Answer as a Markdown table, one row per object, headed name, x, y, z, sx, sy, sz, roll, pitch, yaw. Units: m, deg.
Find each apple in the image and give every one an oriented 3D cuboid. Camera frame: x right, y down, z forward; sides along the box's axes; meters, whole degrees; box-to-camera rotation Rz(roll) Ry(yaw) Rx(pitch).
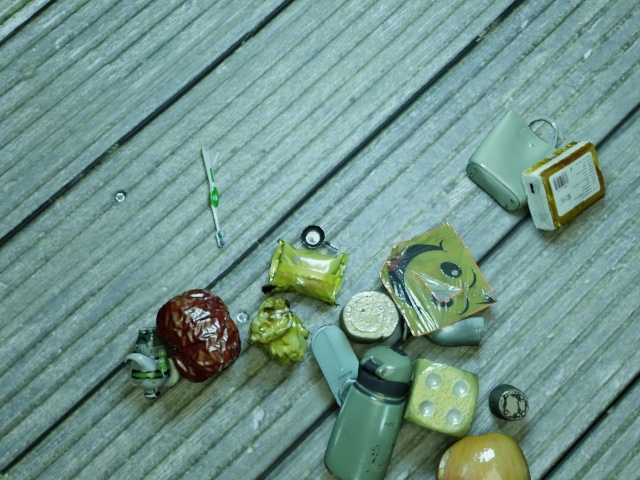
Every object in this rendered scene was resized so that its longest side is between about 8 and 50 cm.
| name | x | y | z | sx | sy | sz | roll | pitch | yaw |
| --- | --- | --- | --- | --- | --- | --- | --- | --- | --- |
| apple | 0.411 | 0.607 | 1.707 | 0.242 | 0.242 | 0.240 | 1 | 79 | -1 |

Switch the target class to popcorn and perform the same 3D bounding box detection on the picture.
| name | x | y | z | sx | sy | sz | roll | pitch | yaw |
| --- | --- | --- | --- | --- | --- | --- | --- | --- | --- |
| popcorn | -0.113 | 0.248 | 1.778 | 0.174 | 0.195 | 0.168 | -24 | 73 | -10 |

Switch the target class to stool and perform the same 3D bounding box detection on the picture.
| name | x | y | z | sx | sy | sz | roll | pitch | yaw |
| --- | --- | --- | --- | --- | --- | --- | --- | --- | --- |
| stool | 0.503 | 0.434 | 1.797 | 0.096 | 0.110 | 0.096 | 0 | 83 | 1 |

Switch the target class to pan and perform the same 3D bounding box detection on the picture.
| name | x | y | z | sx | sy | sz | roll | pitch | yaw |
| --- | --- | --- | --- | --- | --- | --- | --- | --- | --- |
| pan | 0.000 | 0.000 | 1.915 | 0.115 | 0.023 | 0.068 | 29 | 79 | 7 |

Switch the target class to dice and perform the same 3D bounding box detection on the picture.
| name | x | y | z | sx | sy | sz | roll | pitch | yaw |
| --- | --- | --- | --- | --- | --- | --- | --- | --- | --- |
| dice | 0.310 | 0.411 | 1.768 | 0.166 | 0.169 | 0.169 | 17 | 80 | 1 |

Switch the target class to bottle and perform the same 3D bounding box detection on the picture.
| name | x | y | z | sx | sy | sz | roll | pitch | yaw |
| --- | --- | --- | --- | --- | --- | --- | --- | --- | --- |
| bottle | 0.133 | 0.439 | 1.719 | 0.169 | 0.168 | 0.346 | 18 | 96 | 2 |

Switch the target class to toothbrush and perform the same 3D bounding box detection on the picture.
| name | x | y | z | sx | sy | sz | roll | pitch | yaw |
| --- | --- | --- | --- | --- | --- | --- | --- | --- | --- |
| toothbrush | -0.308 | -0.129 | 1.936 | 0.030 | 0.030 | 0.303 | -12 | 77 | -3 |

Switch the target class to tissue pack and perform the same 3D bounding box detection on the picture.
| name | x | y | z | sx | sy | sz | roll | pitch | yaw |
| --- | --- | --- | --- | --- | --- | --- | --- | --- | --- |
| tissue pack | 0.680 | -0.153 | 1.872 | 0.226 | 0.092 | 0.183 | -31 | 114 | -25 |

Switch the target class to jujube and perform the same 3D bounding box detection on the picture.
| name | x | y | z | sx | sy | sz | roll | pitch | yaw |
| --- | --- | --- | --- | --- | --- | --- | --- | --- | --- |
| jujube | -0.315 | 0.242 | 1.768 | 0.213 | 0.213 | 0.232 | -33 | 81 | -7 |

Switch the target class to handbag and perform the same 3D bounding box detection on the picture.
| name | x | y | z | sx | sy | sz | roll | pitch | yaw |
| --- | --- | --- | --- | --- | --- | --- | --- | --- | --- |
| handbag | 0.587 | -0.253 | 1.940 | 0.241 | 0.109 | 0.315 | 43 | 78 | 6 |

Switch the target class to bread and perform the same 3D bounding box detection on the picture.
| name | x | y | z | sx | sy | sz | roll | pitch | yaw |
| --- | --- | --- | --- | --- | --- | --- | --- | --- | --- |
| bread | 0.128 | 0.210 | 1.820 | 0.148 | 0.141 | 0.133 | 10 | 75 | -1 |

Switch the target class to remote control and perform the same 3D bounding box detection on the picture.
| name | x | y | z | sx | sy | sz | roll | pitch | yaw |
| --- | --- | --- | --- | --- | --- | --- | --- | --- | --- |
| remote control | 0.054 | 0.343 | 1.811 | 0.104 | 0.052 | 0.247 | -26 | 95 | -14 |

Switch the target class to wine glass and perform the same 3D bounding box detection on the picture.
| name | x | y | z | sx | sy | sz | roll | pitch | yaw |
| --- | --- | --- | --- | --- | --- | --- | --- | --- | --- |
| wine glass | 0.331 | 0.239 | 1.836 | 0.222 | 0.103 | 0.103 | 3 | 79 | 0 |

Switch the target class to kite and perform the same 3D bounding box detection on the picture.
| name | x | y | z | sx | sy | sz | roll | pitch | yaw |
| --- | --- | --- | --- | --- | --- | --- | --- | --- | --- |
| kite | 0.330 | 0.108 | 1.851 | 0.328 | 0.013 | 0.377 | 21 | 60 | 8 |

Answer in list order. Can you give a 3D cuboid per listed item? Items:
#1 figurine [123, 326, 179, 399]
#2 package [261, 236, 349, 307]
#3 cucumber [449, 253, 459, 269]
| name | x | y | z | sx | sy | sz | roll | pitch | yaw |
| --- | --- | --- | --- | --- | --- | --- | --- | --- | --- |
| figurine | -0.454 | 0.328 | 1.798 | 0.147 | 0.126 | 0.192 | -4 | 91 | 15 |
| package | -0.038 | 0.092 | 1.865 | 0.227 | 0.090 | 0.168 | 14 | 82 | 4 |
| cucumber | 0.353 | 0.115 | 1.893 | 0.039 | 0.039 | 0.167 | 25 | 75 | 4 |
